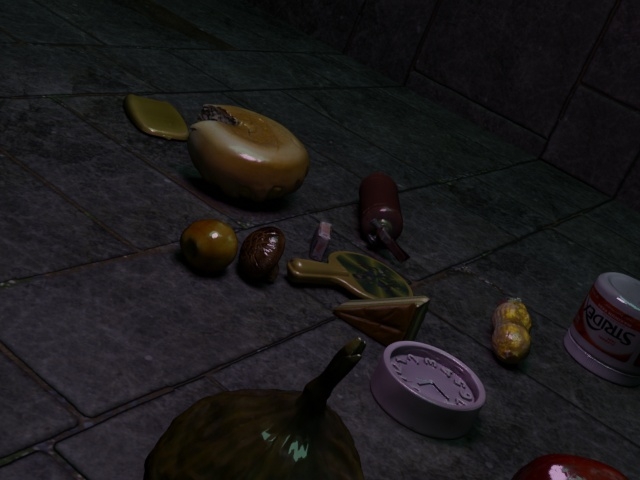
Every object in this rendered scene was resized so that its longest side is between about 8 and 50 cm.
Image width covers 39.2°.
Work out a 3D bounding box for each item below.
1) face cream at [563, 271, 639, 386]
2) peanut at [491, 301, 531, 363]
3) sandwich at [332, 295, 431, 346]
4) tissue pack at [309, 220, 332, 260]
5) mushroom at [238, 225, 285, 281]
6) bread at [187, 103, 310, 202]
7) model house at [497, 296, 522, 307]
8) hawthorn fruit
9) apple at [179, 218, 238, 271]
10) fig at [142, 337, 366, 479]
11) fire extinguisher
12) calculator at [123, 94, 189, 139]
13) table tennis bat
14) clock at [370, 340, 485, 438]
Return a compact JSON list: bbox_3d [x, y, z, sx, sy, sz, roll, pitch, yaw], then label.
[{"bbox_3d":[0.680,0.197,2.032,0.201,0.187,0.201,19,23,-9],"label":"face cream"},{"bbox_3d":[0.407,0.194,1.924,0.087,0.087,0.206,24,25,3],"label":"peanut"},{"bbox_3d":[0.121,0.127,1.775,0.163,0.113,0.079,31,24,21],"label":"sandwich"},{"bbox_3d":[0.000,0.000,2.007,0.035,0.063,0.083,23,22,-6],"label":"tissue pack"},{"bbox_3d":[-0.119,0.025,1.799,0.085,0.109,0.126,8,10,-20],"label":"mushroom"},{"bbox_3d":[-0.176,-0.200,2.161,0.333,0.160,0.333,19,25,-9],"label":"bread"},{"bbox_3d":[0.437,0.160,2.077,0.058,0.057,0.083,-5,46,1],"label":"model house"},{"bbox_3d":[0.346,0.405,1.281,0.250,0.215,0.215,14,24,-9],"label":"hawthorn fruit"},{"bbox_3d":[-0.219,0.007,1.751,0.114,0.099,0.102,36,29,22],"label":"apple"},{"bbox_3d":[-0.035,0.250,1.065,0.286,0.368,0.286,29,22,-13],"label":"fig"},{"bbox_3d":[0.163,-0.049,2.234,0.147,0.106,0.337,43,19,-17],"label":"fire extinguisher"},{"bbox_3d":[-0.428,-0.323,2.366,0.157,0.033,0.236,8,29,-33],"label":"calculator"},{"bbox_3d":[0.063,0.080,1.922,0.321,0.050,0.198,10,27,-37],"label":"table tennis bat"},{"bbox_3d":[0.191,0.263,1.600,0.197,0.068,0.197,18,24,-8],"label":"clock"}]
